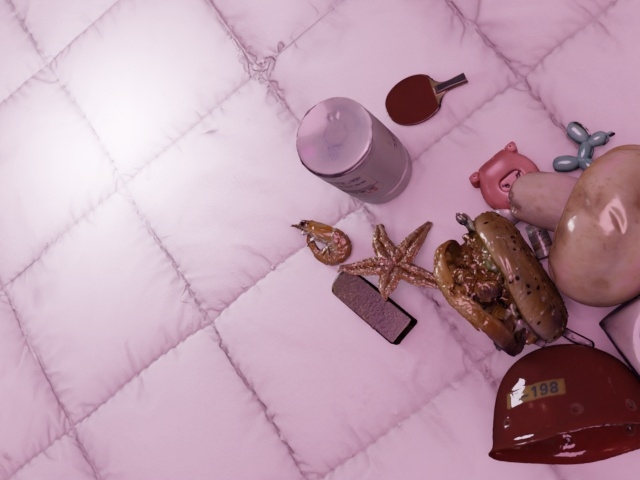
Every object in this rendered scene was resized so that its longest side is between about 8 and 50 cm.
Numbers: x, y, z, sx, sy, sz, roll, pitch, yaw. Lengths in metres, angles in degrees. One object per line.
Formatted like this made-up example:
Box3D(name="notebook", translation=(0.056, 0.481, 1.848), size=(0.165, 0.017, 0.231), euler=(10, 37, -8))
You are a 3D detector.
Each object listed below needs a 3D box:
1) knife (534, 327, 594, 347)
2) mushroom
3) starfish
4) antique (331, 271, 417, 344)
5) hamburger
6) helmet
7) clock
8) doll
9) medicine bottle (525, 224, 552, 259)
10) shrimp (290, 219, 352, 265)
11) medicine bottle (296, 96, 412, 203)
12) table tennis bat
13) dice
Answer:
Box3D(name="knife", translation=(0.513, 0.209, 1.776), size=(0.245, 0.019, 0.072), euler=(27, 94, 23))
Box3D(name="mushroom", translation=(0.620, -0.039, 1.636), size=(0.325, 0.353, 0.353), euler=(-5, 78, -16))
Box3D(name="starfish", translation=(0.199, 0.041, 1.852), size=(0.295, 0.048, 0.231), euler=(9, 61, 18))
Box3D(name="antique", translation=(0.127, 0.158, 1.878), size=(0.221, 0.080, 0.081), euler=(40, 94, 21))
Box3D(name="hamburger", translation=(0.382, 0.084, 1.669), size=(0.195, 0.277, 0.318), euler=(-34, 41, 17))
Box3D(name="helmet", translation=(0.529, 0.332, 1.601), size=(0.385, 0.337, 0.230), euler=(-28, 54, 38))
Box3D(name="clock", translation=(0.456, -0.132, 1.811), size=(0.166, 0.093, 0.162), euler=(-41, 74, 7))
Box3D(name="doll", translation=(0.629, -0.187, 1.777), size=(0.158, 0.059, 0.159), euler=(15, 88, 20))
Box3D(name="medicine bottle", translation=(0.518, 0.000, 1.790), size=(0.047, 0.047, 0.083), euler=(-21, 75, 14))
Box3D(name="shrimp", translation=(0.000, 0.000, 1.972), size=(0.180, 0.041, 0.099), euler=(27, 105, 19))
Box3D(name="medicine bottle", translation=(0.091, -0.204, 1.819), size=(0.189, 0.332, 0.190), euler=(-4, 80, 22))
Box3D(name="table tennis bat", translation=(0.270, -0.373, 1.948), size=(0.220, 0.019, 0.130), euler=(-22, 74, 15))
Box3D(name="dice", translation=(0.759, 0.207, 1.578), size=(0.251, 0.243, 0.259), euler=(-36, 75, 9))
